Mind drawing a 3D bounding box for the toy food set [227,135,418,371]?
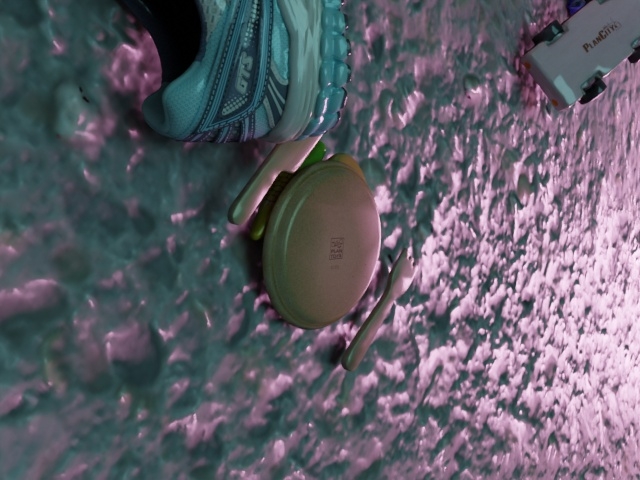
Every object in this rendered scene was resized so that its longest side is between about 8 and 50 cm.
[{"bbox_3d":[0.000,0.000,0.501,0.132,0.039,0.192,-55,134,-26],"label":"toy food set"}]

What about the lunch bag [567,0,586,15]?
[{"bbox_3d":[0.412,-0.327,0.941,0.151,0.096,0.129,-49,130,-2],"label":"lunch bag"}]

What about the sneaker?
[{"bbox_3d":[-0.070,-0.187,0.363,0.122,0.110,0.283,-17,94,-29],"label":"sneaker"}]

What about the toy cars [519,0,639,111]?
[{"bbox_3d":[0.331,-0.331,0.845,0.177,0.087,0.393,12,80,-13],"label":"toy cars"}]
